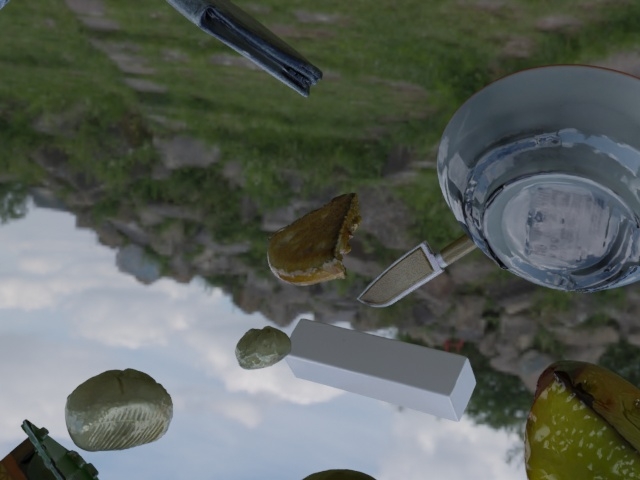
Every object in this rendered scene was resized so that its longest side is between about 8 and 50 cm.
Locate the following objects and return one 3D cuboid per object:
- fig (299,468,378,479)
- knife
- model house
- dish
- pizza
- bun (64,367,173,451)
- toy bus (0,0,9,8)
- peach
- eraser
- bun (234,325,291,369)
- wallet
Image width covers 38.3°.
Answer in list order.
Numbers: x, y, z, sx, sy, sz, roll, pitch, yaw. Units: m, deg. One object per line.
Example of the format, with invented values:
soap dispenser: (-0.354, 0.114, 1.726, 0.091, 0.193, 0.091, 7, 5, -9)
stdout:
fig: (0.014, 0.642, 1.854, 0.344, 0.343, 0.343, 3, -178, 0)
knife: (0.136, 0.023, 1.148, 0.256, 0.046, 0.022, -36, 168, 38)
model house: (-0.462, 0.538, 1.514, 0.358, 0.313, 0.242, 38, 168, 35)
dish: (0.224, -0.028, 0.838, 0.260, 0.260, 0.085, 4, -136, 23)
pizza: (0.000, 0.000, 1.041, 0.041, 0.131, 0.178, 51, 152, -22)
bun: (-0.332, 0.277, 1.516, 0.188, 0.164, 0.111, 4, -138, -37)
toy bus: (-0.509, -0.391, 1.118, 0.330, 0.109, 0.136, 32, 154, 10)
peach: (0.283, 0.231, 0.846, 0.159, 0.153, 0.267, 18, -163, -32)
eraser: (0.089, 0.200, 1.451, 0.298, 0.076, 0.078, 10, 145, 31)
bun: (-0.085, 0.150, 1.321, 0.086, 0.054, 0.086, -21, -173, 3)
wallet: (-0.101, -0.222, 0.914, 0.167, 0.036, 0.222, 44, -168, 26)
